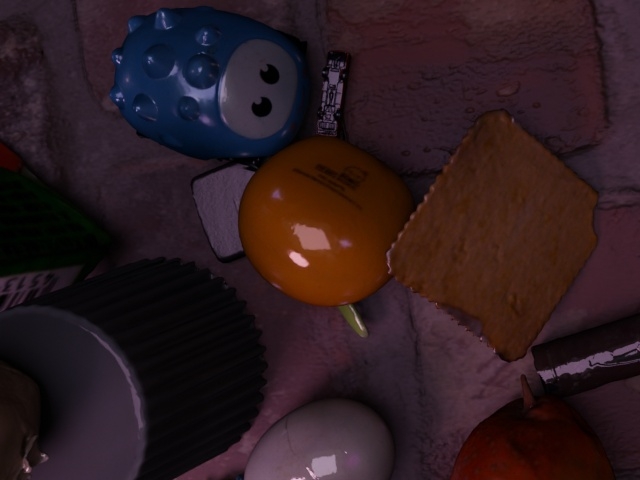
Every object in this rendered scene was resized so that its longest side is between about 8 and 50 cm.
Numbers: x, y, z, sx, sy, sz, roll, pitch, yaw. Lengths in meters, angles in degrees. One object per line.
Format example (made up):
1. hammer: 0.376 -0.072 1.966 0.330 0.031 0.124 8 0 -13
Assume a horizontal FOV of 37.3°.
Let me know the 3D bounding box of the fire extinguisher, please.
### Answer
1. fire extinguisher: 0.383 0.117 1.114 0.268 0.089 0.072 -20 62 16

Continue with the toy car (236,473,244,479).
1. toy car: -0.119 0.406 1.265 0.126 0.098 0.161 -17 91 14

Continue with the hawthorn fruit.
1. hawthorn fruit: 0.247 0.282 1.102 0.211 0.210 0.262 6 94 15

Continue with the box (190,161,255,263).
1. box: -0.101 -0.046 1.270 0.125 0.027 0.126 -21 87 13

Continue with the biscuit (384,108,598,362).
1. biscuit: 0.216 -0.004 1.119 0.232 0.013 0.237 37 85 -20

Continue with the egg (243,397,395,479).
1. egg: -0.004 0.283 1.198 0.209 0.151 0.151 -30 86 17

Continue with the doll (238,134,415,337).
1. doll: 0.000 0.000 1.171 0.213 0.213 0.236 28 141 12

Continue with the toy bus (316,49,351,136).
1. toy bus: 0.018 -0.187 1.217 0.031 0.043 0.110 9 94 11

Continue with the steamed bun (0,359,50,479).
1. steamed bun: -0.357 0.197 0.906 0.153 0.239 0.170 21 92 12

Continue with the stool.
1. stool: -0.254 0.181 1.167 0.297 0.330 0.297 1 94 15

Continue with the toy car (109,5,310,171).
1. toy car: -0.145 -0.198 1.177 0.255 0.190 0.188 17 91 16

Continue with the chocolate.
1. chocolate: -0.514 -0.022 1.201 0.341 0.360 0.161 38 113 23
